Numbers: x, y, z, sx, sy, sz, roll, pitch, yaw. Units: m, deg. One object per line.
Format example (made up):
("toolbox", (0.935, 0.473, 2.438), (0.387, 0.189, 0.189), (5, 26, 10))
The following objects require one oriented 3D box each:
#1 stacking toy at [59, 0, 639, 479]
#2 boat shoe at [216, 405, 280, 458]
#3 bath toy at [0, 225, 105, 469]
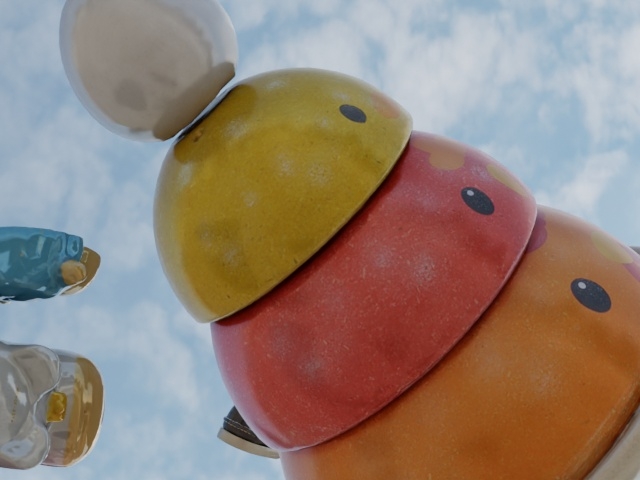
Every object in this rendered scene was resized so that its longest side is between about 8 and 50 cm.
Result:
("stacking toy", (0.000, 0.000, 0.885), (0.350, 0.350, 0.480), (-38, -73, 24))
("boat shoe", (-0.029, 0.206, 1.384), (0.075, 0.206, 0.065), (20, -90, 39))
("bath toy", (-0.205, 0.167, 0.715), (0.129, 0.348, 0.151), (-4, -16, 43))
